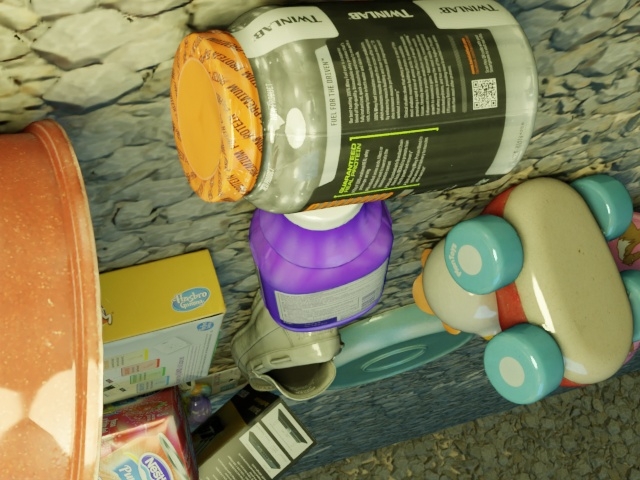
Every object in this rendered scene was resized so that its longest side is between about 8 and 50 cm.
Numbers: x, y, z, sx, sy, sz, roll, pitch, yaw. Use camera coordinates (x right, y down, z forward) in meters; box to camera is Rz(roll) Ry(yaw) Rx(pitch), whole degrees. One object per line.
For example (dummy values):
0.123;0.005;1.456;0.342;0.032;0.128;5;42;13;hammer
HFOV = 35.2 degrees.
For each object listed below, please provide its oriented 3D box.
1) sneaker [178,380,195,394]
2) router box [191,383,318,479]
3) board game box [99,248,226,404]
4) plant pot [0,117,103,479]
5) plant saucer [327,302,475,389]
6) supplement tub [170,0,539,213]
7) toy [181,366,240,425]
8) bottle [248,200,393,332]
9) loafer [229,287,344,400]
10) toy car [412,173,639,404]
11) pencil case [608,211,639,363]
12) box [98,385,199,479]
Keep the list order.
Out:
-0.187;0.186;1.298;0.037;0.032;0.083;-9;159;-28;sneaker
-0.145;0.305;1.346;0.243;0.081;0.309;-40;-177;-13;router box
-0.257;0.112;0.957;0.317;0.064;0.242;-13;162;-16;board game box
-0.277;0.064;0.520;0.265;0.272;0.272;1;155;-27;plant pot
0.104;0.160;1.496;0.318;0.043;0.317;-17;161;-6;plant saucer
0.018;-0.079;0.579;0.190;0.117;0.117;-9;160;-26;supplement tub
-0.220;0.247;1.409;0.237;0.056;0.137;-14;163;-12;toy
0.000;0.000;0.833;0.118;0.092;0.283;-18;162;-5;bottle
-0.038;0.133;1.159;0.112;0.111;0.319;-15;162;-12;loafer
0.191;0.058;1.061;0.219;0.210;0.238;-20;179;-37;toy car
0.373;0.079;1.341;0.160;0.167;0.386;12;166;12;pencil case
-0.204;0.231;1.109;0.123;0.128;0.257;-15;-172;-7;box
